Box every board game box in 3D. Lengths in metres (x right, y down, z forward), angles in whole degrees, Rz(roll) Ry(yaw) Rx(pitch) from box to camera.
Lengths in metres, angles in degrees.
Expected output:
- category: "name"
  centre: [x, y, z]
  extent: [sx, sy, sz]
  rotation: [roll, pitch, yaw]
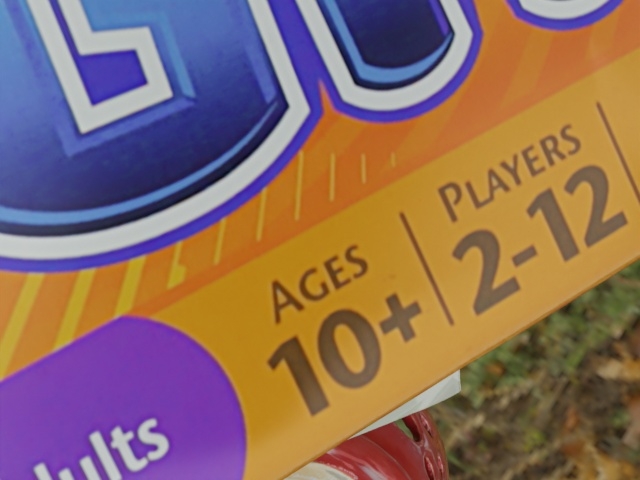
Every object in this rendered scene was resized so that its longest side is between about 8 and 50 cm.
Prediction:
- category: "board game box"
  centre: [-0.087, -0.130, 0.540]
  extent: [0.356, 0.356, 0.356]
  rotation: [-29, 97, -27]

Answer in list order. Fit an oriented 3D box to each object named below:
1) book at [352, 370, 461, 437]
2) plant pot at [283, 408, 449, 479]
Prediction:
- category: "book"
  centre: [-0.009, 0.033, 0.843]
  extent: [0.096, 0.144, 0.035]
  rotation: [-20, 137, -14]
- category: "plant pot"
  centre: [-0.016, 0.174, 1.109]
  extent: [0.191, 0.174, 0.191]
  rotation: [1, 102, 6]
